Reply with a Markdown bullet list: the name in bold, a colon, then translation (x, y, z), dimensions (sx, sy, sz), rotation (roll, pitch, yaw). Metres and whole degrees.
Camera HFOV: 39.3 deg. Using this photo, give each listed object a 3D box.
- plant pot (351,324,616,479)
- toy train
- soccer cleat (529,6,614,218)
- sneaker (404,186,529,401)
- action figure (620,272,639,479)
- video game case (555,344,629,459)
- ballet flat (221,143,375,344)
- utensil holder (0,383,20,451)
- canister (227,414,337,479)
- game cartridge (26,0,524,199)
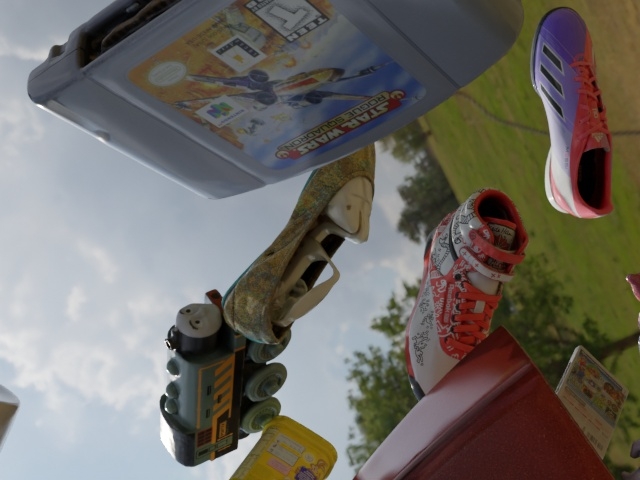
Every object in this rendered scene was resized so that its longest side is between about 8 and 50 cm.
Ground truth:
- **plant pot**: translation (0.154, 0.263, 0.807), dimensions (0.267, 0.235, 0.267), rotation (56, -175, 2)
- **toy train**: translation (-0.159, 0.214, 1.420), dimensions (0.142, 0.190, 0.334), rotation (45, 141, 35)
- **soccer cleat**: translation (0.389, -0.188, 1.338), dimensions (0.116, 0.108, 0.319), rotation (-139, 39, -70)
- **sneaker**: translation (0.174, 0.065, 1.051), dimensions (0.090, 0.145, 0.270), rotation (19, -124, -13)
- **action figure**: translation (0.371, 0.077, 0.617), dimensions (0.275, 0.370, 0.248), rotation (3, 89, 64)
- **video game case**: translation (0.328, 0.196, 1.094), dimensions (0.087, 0.011, 0.122), rotation (43, -132, -1)
- **ballet flat**: translation (0.000, 0.000, 1.269), dimensions (0.123, 0.349, 0.123), rotation (36, 174, 4)
- **utensil holder**: translation (-0.481, 0.254, 0.756), dimensions (0.386, 0.327, 0.327), rotation (-66, -29, -11)
- **canister**: translation (-0.063, 0.359, 1.362), dimensions (0.126, 0.073, 0.170), rotation (30, -147, 10)
- **game cartridge**: translation (-0.026, -0.123, 0.606), dimensions (0.198, 0.297, 0.062), rotation (33, -136, -42)
